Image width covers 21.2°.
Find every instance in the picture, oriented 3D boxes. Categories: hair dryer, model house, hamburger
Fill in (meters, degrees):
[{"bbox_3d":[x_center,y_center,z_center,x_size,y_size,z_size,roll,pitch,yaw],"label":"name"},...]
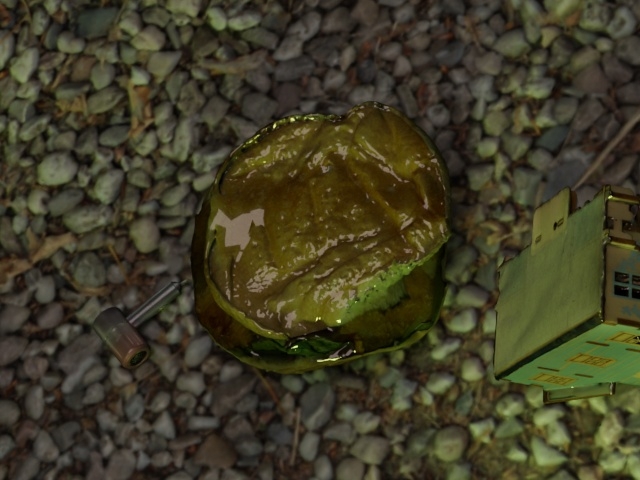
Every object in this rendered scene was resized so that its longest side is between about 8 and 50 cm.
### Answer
[{"bbox_3d":[-0.183,0.080,1.834,0.114,0.037,0.063,-40,64,-8],"label":"hair dryer"},{"bbox_3d":[0.303,0.054,1.600,0.206,0.271,0.178,12,66,-14],"label":"model house"},{"bbox_3d":[0.001,0.002,1.748,0.284,0.134,0.266,-9,60,9],"label":"hamburger"}]
